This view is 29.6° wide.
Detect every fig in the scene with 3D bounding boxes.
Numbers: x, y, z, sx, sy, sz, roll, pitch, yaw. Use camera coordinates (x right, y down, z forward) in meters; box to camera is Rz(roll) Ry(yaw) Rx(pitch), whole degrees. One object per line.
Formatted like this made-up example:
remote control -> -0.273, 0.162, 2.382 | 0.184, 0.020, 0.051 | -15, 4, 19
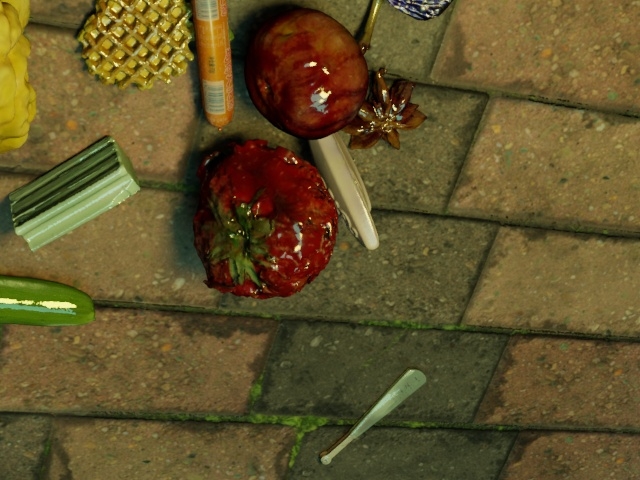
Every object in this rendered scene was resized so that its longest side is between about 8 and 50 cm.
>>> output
fig -> 0.006, -0.267, 1.897 | 0.249, 0.204, 0.186 | -22, 167, -43

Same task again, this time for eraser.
eraser -> 0.026, -0.115, 2.009 | 0.059, 0.204, 0.243 | -26, 106, 8

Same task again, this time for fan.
fan -> 0.099, 0.353, 2.439 | 0.282, 0.023, 0.057 | -42, 128, 9

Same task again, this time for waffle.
waffle -> -0.274, -0.309, 1.841 | 0.191, 0.038, 0.191 | -10, 125, -14

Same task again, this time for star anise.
star anise -> 0.103, -0.208, 2.032 | 0.168, 0.057, 0.168 | -9, 124, -13

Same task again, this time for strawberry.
strawberry -> -0.083, -0.037, 1.973 | 0.220, 0.274, 0.274 | -17, 137, -53

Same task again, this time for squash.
squash -> -0.518, 0.099, 2.008 | 0.292, 0.082, 0.082 | 6, 121, -25

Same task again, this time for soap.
soap -> -0.389, -0.074, 1.915 | 0.198, 0.114, 0.063 | -29, 128, 3

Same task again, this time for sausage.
sausage -> -0.164, -0.309, 1.840 | 0.053, 0.053, 0.348 | -12, 132, -11

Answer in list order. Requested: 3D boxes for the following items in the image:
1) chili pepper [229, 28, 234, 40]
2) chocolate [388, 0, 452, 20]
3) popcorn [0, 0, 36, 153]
chili pepper -> -0.163, -0.338, 1.871 | 0.030, 0.034, 0.091 | -49, 132, -26
chocolate -> 0.047, -0.443, 1.820 | 0.343, 0.126, 0.148 | 21, 155, -26
popcorn -> -0.519, -0.271, 1.630 | 0.349, 0.349, 0.382 | 28, 72, -32
